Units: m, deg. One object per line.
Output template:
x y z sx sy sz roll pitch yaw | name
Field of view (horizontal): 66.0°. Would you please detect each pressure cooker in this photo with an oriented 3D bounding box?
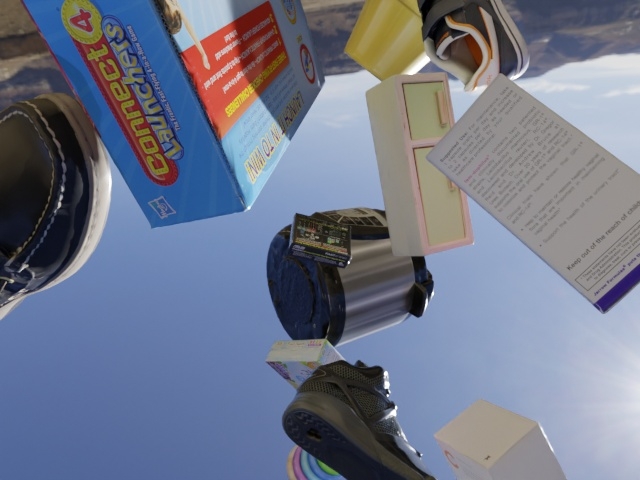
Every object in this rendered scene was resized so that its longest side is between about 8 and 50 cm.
0.096 0.094 1.431 0.421 0.369 0.375 -12 165 -31 | pressure cooker

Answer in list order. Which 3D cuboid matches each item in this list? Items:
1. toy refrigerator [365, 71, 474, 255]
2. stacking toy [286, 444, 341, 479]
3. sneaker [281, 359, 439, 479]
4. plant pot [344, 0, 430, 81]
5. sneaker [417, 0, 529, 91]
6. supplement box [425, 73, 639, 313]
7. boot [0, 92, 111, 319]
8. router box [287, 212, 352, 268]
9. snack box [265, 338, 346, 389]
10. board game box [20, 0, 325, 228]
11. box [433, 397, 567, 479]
0.157 -0.116 0.772 0.102 0.269 0.094 -11 -177 -24 | toy refrigerator
0.038 0.547 1.262 0.141 0.330 0.141 18 -132 -21 | stacking toy
0.071 0.218 0.550 0.228 0.087 0.130 40 -146 -2 | sneaker
0.191 -0.505 1.180 0.254 0.239 0.254 34 -161 -13 | plant pot
0.240 -0.416 0.889 0.128 0.321 0.126 -28 173 -16 | sneaker
0.232 -0.048 0.498 0.220 0.114 0.111 45 -163 19 | supplement box
-0.371 0.021 0.393 0.378 0.138 0.284 -30 178 30 | boot
0.000 0.000 0.984 0.123 0.038 0.092 14 -139 -9 | router box
-0.008 0.334 1.246 0.175 0.207 0.070 -10 -138 38 | snack box
-0.106 -0.219 0.407 0.086 0.301 0.308 -9 -149 19 | board game box
0.462 0.594 1.184 0.168 0.345 0.215 -31 -172 -18 | box
